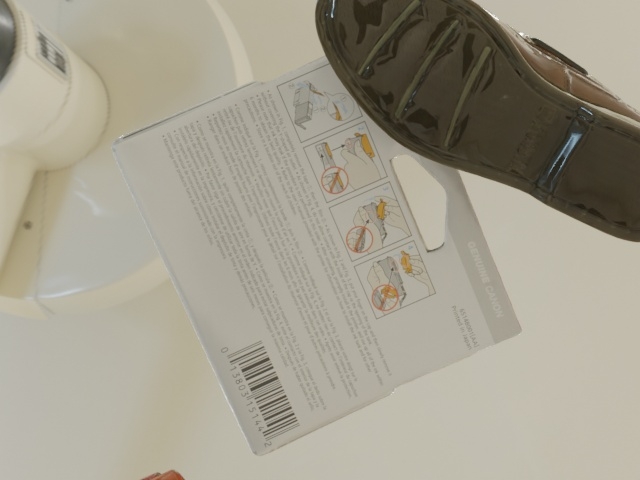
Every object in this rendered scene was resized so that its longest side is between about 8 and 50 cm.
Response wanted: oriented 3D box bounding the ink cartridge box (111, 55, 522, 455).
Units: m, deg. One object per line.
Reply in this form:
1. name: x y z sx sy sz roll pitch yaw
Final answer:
1. ink cartridge box: 0.000 0.000 0.739 0.261 0.066 0.296 -24 -81 -4

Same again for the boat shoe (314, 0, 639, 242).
1. boat shoe: 0.133 -0.104 0.638 0.307 0.104 0.111 34 -66 -4

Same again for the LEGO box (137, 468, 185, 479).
1. LEGO box: -0.291 0.358 0.405 0.193 0.500 0.372 54 -52 18
